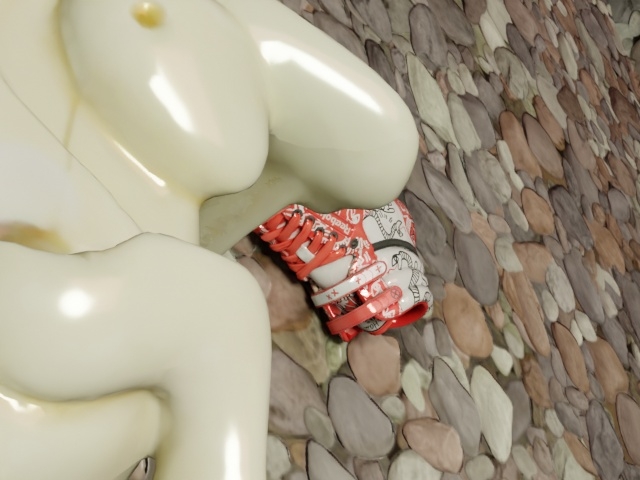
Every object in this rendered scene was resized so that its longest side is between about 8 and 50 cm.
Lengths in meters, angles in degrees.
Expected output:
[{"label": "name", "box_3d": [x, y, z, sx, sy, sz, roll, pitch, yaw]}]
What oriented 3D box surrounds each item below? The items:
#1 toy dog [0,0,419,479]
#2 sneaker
[{"label": "toy dog", "box_3d": [-0.173, 0.031, 0.453, 0.395, 0.284, 0.408, 49, 36, -21]}, {"label": "sneaker", "box_3d": [0.001, 0.000, 0.899, 0.270, 0.090, 0.145, 19, 50, -52]}]
